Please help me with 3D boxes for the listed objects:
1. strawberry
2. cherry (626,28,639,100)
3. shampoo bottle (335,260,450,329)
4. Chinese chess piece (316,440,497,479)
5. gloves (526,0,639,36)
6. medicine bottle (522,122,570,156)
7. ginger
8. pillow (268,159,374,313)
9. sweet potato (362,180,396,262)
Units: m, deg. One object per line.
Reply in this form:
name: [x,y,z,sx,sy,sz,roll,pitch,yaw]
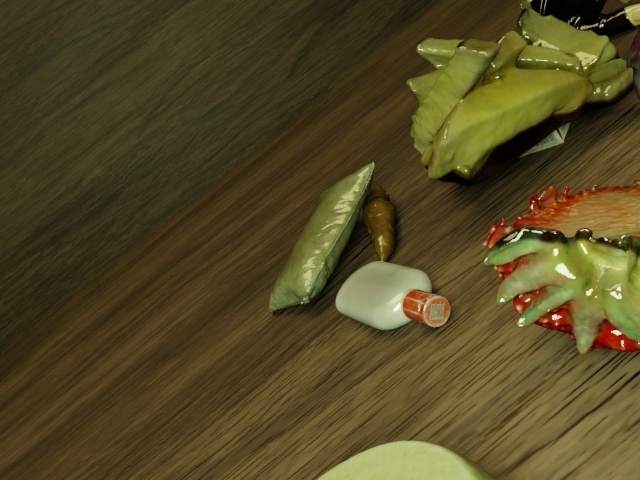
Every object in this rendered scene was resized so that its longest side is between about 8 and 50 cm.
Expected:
strawberry: [0.301,0.020,0.639,0.234,0.137,0.306,-1,12,32]
cherry: [0.466,-0.218,0.770,0.195,0.195,0.195,-34,19,13]
shampoo bottle: [0.103,0.080,0.923,0.108,0.051,0.221,-41,18,-15]
Chinese chess piece: [0.049,0.273,0.495,0.250,0.101,0.250,-34,19,13]
gloves: [0.549,-0.469,1.278,0.301,0.152,0.197,-12,57,26]
medicine bottle: [0.360,-0.214,1.141,0.171,0.052,0.201,-16,30,45]
ginger: [0.280,-0.274,1.042,0.359,0.211,0.413,-27,24,25]
pillow: [0.000,0.000,1.199,0.185,0.075,0.302,-31,28,60]
sweet potato: [0.105,-0.039,1.182,0.067,0.067,0.273,-32,24,18]
